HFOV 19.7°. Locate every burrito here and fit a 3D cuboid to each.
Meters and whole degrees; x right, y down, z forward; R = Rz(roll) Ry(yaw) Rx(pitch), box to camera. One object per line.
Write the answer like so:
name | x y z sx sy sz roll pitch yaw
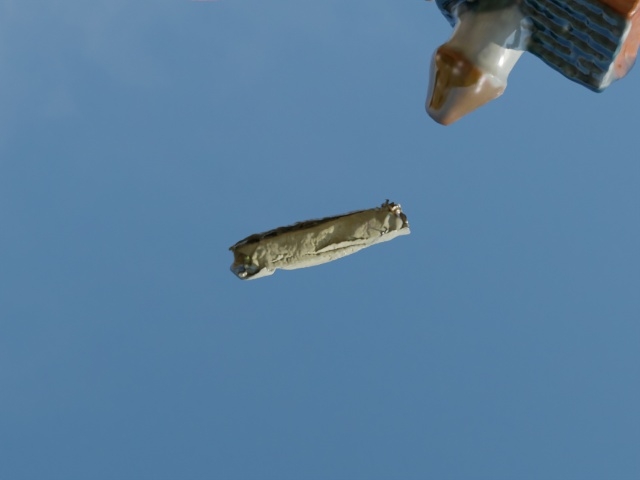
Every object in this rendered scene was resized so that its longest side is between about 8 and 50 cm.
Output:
burrito | 0.000 0.000 1.737 0.186 0.041 0.045 -13 -101 -18

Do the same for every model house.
model house | 0.182 -0.212 1.477 0.271 0.190 0.301 36 -91 16
